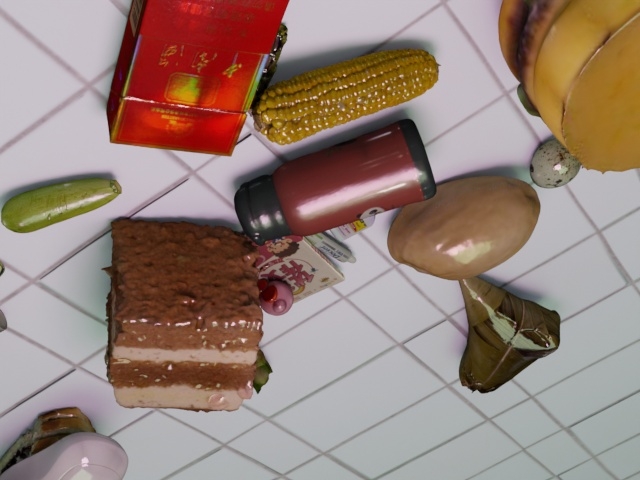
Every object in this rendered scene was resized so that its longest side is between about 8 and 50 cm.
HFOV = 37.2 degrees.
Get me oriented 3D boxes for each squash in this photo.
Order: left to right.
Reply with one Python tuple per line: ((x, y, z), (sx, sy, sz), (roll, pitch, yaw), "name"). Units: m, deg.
((-0.424, -0.061, 1.554), (0.201, 0.066, 0.066), (-16, 139, -3), "squash")

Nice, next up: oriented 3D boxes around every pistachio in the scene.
((0.268, -0.022, 1.778), (0.293, 0.182, 0.162), (-20, 177, 7), "pistachio")

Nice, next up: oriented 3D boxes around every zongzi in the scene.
((0.338, 0.200, 2.090), (0.300, 0.145, 0.274), (29, 130, -19), "zongzi")

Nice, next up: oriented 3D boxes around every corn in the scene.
((0.043, -0.237, 1.493), (0.313, 0.102, 0.102), (-22, 140, -11), "corn")

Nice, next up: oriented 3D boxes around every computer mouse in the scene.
((-0.529, 0.506, 1.952), (0.297, 0.121, 0.184), (-31, 140, 12), "computer mouse")

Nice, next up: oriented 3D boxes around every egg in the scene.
((0.432, -0.140, 1.760), (0.085, 0.085, 0.110), (3, 154, -23), "egg")

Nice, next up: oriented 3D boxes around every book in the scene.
((-0.078, 0.049, 1.819), (0.162, 0.022, 0.232), (-24, 139, 20), "book")

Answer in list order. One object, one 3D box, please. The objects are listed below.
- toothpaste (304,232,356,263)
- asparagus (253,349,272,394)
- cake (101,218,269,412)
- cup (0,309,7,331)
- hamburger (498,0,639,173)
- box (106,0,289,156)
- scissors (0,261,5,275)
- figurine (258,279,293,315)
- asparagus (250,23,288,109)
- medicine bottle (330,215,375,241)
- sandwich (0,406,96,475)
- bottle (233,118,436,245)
((0.000, 0.000, 1.802), (0.048, 0.029, 0.197), (-34, 134, 28), "toothpaste")
((-0.155, 0.237, 1.975), (0.080, 0.080, 0.287), (-24, 138, 7), "asparagus")
((-0.250, 0.139, 1.678), (0.282, 0.256, 0.290), (5, 132, -14), "cake")
((-0.625, 0.150, 1.734), (0.083, 0.054, 0.075), (-25, 110, 4), "cup")
((0.453, -0.315, 1.423), (0.395, 0.277, 0.396), (-12, 139, -11), "hamburger")
((-0.186, -0.271, 1.392), (0.197, 0.089, 0.313), (3, 136, -24), "box")
((-0.649, 0.085, 1.670), (0.133, 0.020, 0.187), (17, 127, -39), "scissors")
((-0.085, 0.111, 1.817), (0.067, 0.083, 0.071), (-40, 124, 0), "figurine")
((-0.088, -0.263, 1.478), (0.036, 0.030, 0.165), (-13, 143, -40), "asparagus")
((0.066, -0.056, 1.742), (0.118, 0.055, 0.074), (-27, 137, 10), "medicine bottle")
((-0.617, 0.481, 2.058), (0.288, 0.100, 0.254), (-13, 139, -6), "sandwich")
((0.020, -0.089, 1.622), (0.336, 0.144, 0.144), (-19, 139, 2), "bottle")
